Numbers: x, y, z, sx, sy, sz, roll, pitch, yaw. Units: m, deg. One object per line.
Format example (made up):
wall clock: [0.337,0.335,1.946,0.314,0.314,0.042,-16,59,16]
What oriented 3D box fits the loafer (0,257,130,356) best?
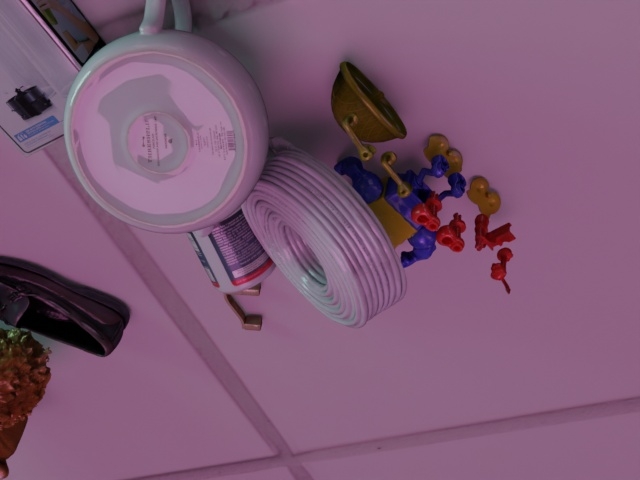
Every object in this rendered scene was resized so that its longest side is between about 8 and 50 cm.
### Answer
loafer: [-0.484,0.116,1.215,0.302,0.095,0.109,19,131,-13]

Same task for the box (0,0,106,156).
box: [-0.395,-0.261,0.879,0.169,0.087,0.290,-19,127,20]

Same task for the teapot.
teapot: [-0.174,-0.145,0.864,0.252,0.187,0.256,41,109,-12]

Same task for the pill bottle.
pill bottle: [-0.145,-0.022,1.051,0.107,0.108,0.180,-15,117,17]

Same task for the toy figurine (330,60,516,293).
toy figurine: [0.079,-0.040,0.981,0.217,0.191,0.362,-32,121,34]

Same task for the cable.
cable: [0.000,0.000,0.945,0.089,0.257,0.257,-37,124,-19]

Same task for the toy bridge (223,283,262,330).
toy bridge: [-0.133,0.080,1.202,0.063,0.026,0.188,4,131,3]

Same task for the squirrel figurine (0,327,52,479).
squirrel figurine: [-0.661,0.291,1.261,0.396,0.281,0.370,-15,137,31]
